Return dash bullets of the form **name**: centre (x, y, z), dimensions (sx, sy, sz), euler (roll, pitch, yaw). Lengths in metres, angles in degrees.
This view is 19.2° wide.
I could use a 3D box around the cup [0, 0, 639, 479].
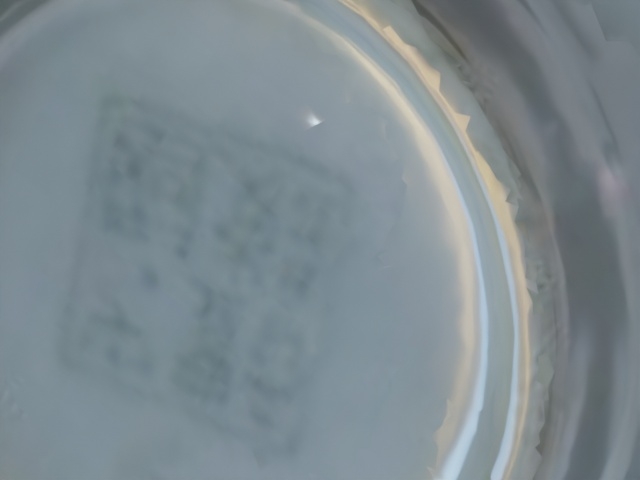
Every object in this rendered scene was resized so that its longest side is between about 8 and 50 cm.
- **cup**: centre (0.000, 0.000, 0.435), dimensions (0.347, 0.347, 0.163), euler (58, -151, 4)
